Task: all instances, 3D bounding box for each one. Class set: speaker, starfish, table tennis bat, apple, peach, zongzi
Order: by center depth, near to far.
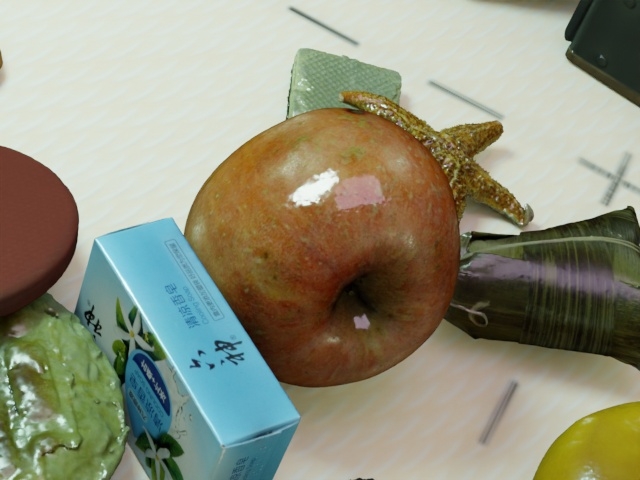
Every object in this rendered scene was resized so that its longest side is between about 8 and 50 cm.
[{"bbox_3d":[-0.357,0.017,1.502,0.268,0.051,0.415,10,32,7],"label":"table tennis bat"},{"bbox_3d":[0.300,0.253,1.548,0.251,0.153,0.251,10,55,-14],"label":"peach"},{"bbox_3d":[0.000,0.000,1.588,0.253,0.253,0.254,11,47,-12],"label":"apple"},{"bbox_3d":[0.212,0.016,1.770,0.247,0.111,0.241,10,29,-5],"label":"zongzi"},{"bbox_3d":[0.117,-0.079,1.810,0.240,0.043,0.227,35,38,-3],"label":"starfish"},{"bbox_3d":[0.419,-0.275,2.052,0.192,0.153,0.231,33,47,10],"label":"speaker"}]

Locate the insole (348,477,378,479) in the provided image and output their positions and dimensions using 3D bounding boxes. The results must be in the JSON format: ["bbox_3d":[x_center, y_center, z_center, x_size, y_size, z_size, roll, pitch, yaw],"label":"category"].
[{"bbox_3d":[-0.033,0.244,1.460,0.309,0.012,0.110,-9,45,-48],"label":"insole"}]

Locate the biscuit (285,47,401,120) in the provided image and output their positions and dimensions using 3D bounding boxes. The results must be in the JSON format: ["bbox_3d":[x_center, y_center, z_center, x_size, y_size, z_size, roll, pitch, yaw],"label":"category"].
[{"bbox_3d":[0.022,-0.115,1.840,0.121,0.041,0.199,15,46,-11],"label":"biscuit"}]

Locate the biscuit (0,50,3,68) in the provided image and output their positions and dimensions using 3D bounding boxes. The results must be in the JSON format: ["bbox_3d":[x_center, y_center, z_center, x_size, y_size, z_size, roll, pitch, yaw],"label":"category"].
[{"bbox_3d":[-0.430,-0.193,1.658,0.205,0.049,0.324,57,38,3],"label":"biscuit"}]

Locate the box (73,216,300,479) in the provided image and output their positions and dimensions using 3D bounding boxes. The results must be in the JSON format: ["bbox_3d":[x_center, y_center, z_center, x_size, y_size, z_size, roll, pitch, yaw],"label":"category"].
[{"bbox_3d":[-0.121,0.114,1.512,0.083,0.143,0.232,-18,59,-31],"label":"box"}]

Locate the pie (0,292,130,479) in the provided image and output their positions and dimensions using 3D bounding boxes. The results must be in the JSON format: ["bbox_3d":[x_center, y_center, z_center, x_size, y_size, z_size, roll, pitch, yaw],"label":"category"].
[{"bbox_3d":[-0.298,0.145,1.447,0.306,0.071,0.306,3,46,-3],"label":"pie"}]
